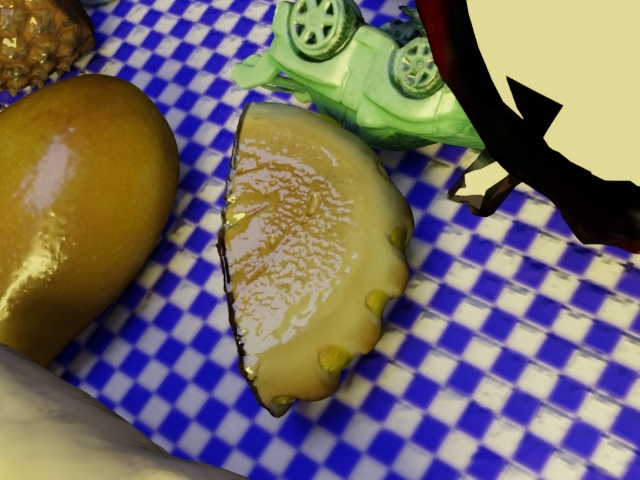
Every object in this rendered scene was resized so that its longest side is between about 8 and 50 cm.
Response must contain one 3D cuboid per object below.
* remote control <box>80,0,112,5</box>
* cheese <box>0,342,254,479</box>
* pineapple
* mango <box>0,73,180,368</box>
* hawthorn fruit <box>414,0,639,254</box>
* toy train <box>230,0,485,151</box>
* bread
[{"bbox_3d":[-0.218,-0.240,0.787,0.247,0.052,0.104,15,72,30],"label":"remote control"},{"bbox_3d":[-0.114,0.178,0.402,0.251,0.174,0.248,13,65,26],"label":"cheese"},{"bbox_3d":[-0.294,-0.112,0.689,0.277,0.130,0.119,-30,57,7],"label":"pineapple"},{"bbox_3d":[-0.167,0.006,0.582,0.136,0.099,0.228,25,81,28],"label":"mango"},{"bbox_3d":[0.170,-0.131,0.378,0.316,0.316,0.316,-12,56,18],"label":"hawthorn fruit"},{"bbox_3d":[0.033,-0.085,0.551,0.149,0.099,0.081,38,109,32],"label":"toy train"},{"bbox_3d":[0.000,0.000,0.509,0.094,0.083,0.157,-22,62,11],"label":"bread"}]
